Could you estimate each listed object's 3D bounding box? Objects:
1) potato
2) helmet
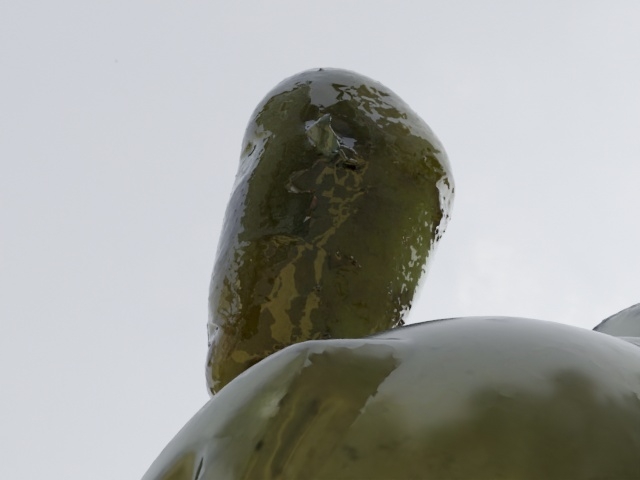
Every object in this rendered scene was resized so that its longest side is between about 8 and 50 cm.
[{"bbox_3d":[0.000,0.000,0.752,0.105,0.085,0.188,9,-121,18],"label":"potato"},{"bbox_3d":[0.019,0.089,0.425,0.137,0.204,0.257,35,-100,-26],"label":"helmet"}]
